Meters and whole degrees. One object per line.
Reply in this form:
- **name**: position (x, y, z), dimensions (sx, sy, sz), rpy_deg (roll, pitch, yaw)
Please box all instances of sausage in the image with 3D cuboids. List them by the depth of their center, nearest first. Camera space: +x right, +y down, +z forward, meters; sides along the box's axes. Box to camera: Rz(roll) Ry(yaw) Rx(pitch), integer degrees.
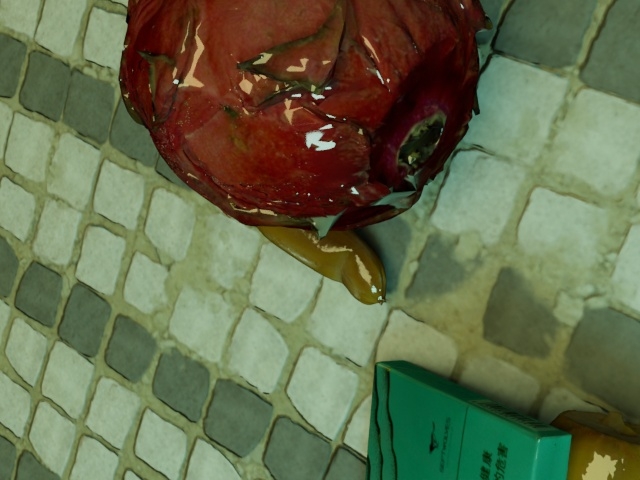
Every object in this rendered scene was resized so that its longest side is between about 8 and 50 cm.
- **sausage**: position (0.205, 0.301, 0.702), dimensions (0.112, 0.112, 0.328), rpy_deg (17, 102, 29)
- **sausage**: position (0.000, 0.000, 0.836), dimensions (0.183, 0.054, 0.062), rpy_deg (33, 140, 23)

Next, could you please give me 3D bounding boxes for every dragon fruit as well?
- **dragon fruit**: position (-0.015, -0.154, 0.708), dimensions (0.302, 0.295, 0.295), rpy_deg (38, 111, 37)

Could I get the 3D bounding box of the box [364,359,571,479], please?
- **box**: position (0.114, 0.208, 0.727), dimensions (0.226, 0.042, 0.161), rpy_deg (14, 100, 60)
